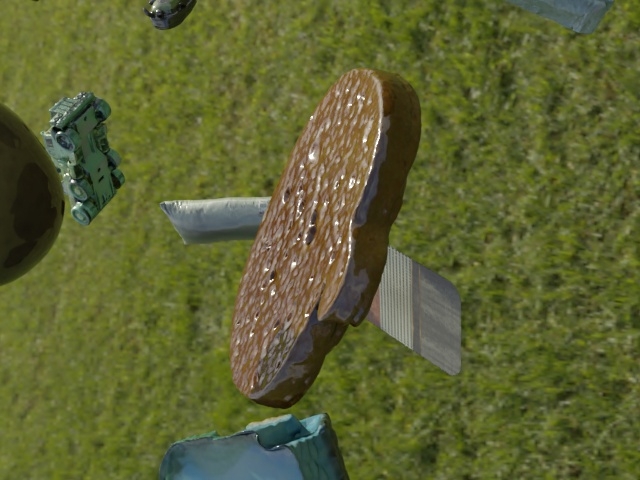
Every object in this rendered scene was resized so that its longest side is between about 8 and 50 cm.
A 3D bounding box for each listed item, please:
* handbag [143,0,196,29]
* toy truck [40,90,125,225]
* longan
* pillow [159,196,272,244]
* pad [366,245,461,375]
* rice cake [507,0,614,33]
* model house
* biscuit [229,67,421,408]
[{"bbox_3d":[-0.247,-0.397,1.660,0.072,0.111,0.047,13,139,32],"label":"handbag"},{"bbox_3d":[-0.473,-0.163,1.891,0.128,0.135,0.259,-56,-19,-37],"label":"toy truck"},{"bbox_3d":[-0.371,-0.049,1.038,0.196,0.197,0.220,52,159,47],"label":"longan"},{"bbox_3d":[-0.179,-0.035,1.964,0.144,0.254,0.078,70,-160,-58],"label":"pillow"},{"bbox_3d":[0.106,0.034,1.476,0.250,0.055,0.323,31,152,48],"label":"pad"},{"bbox_3d":[0.328,-0.371,1.465,0.069,0.207,0.063,109,-179,-46],"label":"rice cake"},{"bbox_3d":[-0.040,0.346,1.281,0.226,0.241,0.261,-19,87,32],"label":"model house"},{"bbox_3d":[0.008,0.003,1.095,0.394,0.070,0.350,-64,21,15],"label":"biscuit"}]
